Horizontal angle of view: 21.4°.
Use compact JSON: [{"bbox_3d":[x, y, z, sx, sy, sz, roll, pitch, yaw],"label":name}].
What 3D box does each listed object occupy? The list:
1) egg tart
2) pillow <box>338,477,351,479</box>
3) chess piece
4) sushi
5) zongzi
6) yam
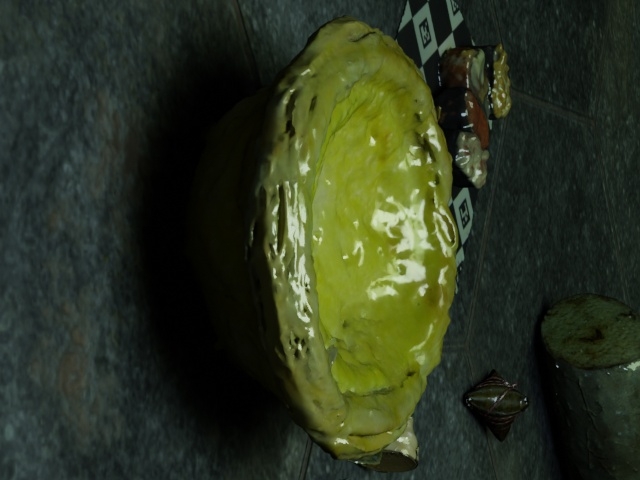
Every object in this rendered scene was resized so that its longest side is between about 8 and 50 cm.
[{"bbox_3d":[0.000,0.000,1.282,0.345,0.132,0.345,12,77,-63],"label":"egg tart"},{"bbox_3d":[-0.020,0.311,1.329,0.255,0.034,0.189,-24,111,-65],"label":"pillow"},{"bbox_3d":[0.066,0.117,1.506,0.060,0.060,0.172,47,44,-54],"label":"chess piece"},{"bbox_3d":[0.140,-0.119,1.691,0.264,0.050,0.290,60,37,-44],"label":"sushi"},{"bbox_3d":[0.183,0.161,1.768,0.083,0.067,0.073,81,7,-59],"label":"zongzi"},{"bbox_3d":[0.343,0.199,1.980,0.154,0.154,0.254,-58,140,-51],"label":"yam"}]
